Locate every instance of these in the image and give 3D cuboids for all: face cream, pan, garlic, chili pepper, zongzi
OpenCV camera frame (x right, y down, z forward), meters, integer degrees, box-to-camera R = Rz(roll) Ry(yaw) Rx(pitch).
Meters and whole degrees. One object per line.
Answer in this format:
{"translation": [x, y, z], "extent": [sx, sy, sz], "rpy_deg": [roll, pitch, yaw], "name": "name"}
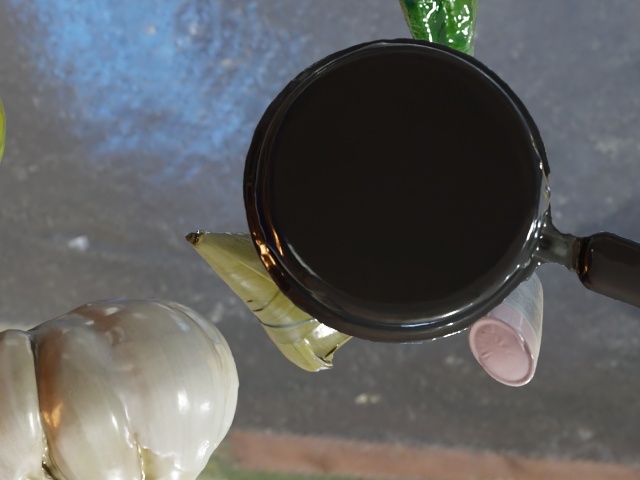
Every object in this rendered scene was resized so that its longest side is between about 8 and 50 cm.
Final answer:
{"translation": [0.187, 0.078, 1.678], "extent": [0.057, 0.084, 0.198], "rpy_deg": [-38, -174, 19], "name": "face cream"}
{"translation": [0.081, -0.008, 0.730], "extent": [0.235, 0.136, 0.028], "rpy_deg": [19, 173, -1], "name": "pan"}
{"translation": [-0.188, 0.153, 1.496], "extent": [0.281, 0.203, 0.184], "rpy_deg": [-15, 173, -43], "name": "garlic"}
{"translation": [0.128, -0.183, 1.635], "extent": [0.088, 0.059, 0.227], "rpy_deg": [-25, 139, -7], "name": "chili pepper"}
{"translation": [0.000, 0.000, 1.817], "extent": [0.228, 0.115, 0.256], "rpy_deg": [-40, 129, 0], "name": "zongzi"}

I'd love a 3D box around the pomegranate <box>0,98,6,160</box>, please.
{"translation": [-0.413, -0.122, 1.686], "extent": [0.198, 0.246, 0.198], "rpy_deg": [-1, 113, -2], "name": "pomegranate"}
